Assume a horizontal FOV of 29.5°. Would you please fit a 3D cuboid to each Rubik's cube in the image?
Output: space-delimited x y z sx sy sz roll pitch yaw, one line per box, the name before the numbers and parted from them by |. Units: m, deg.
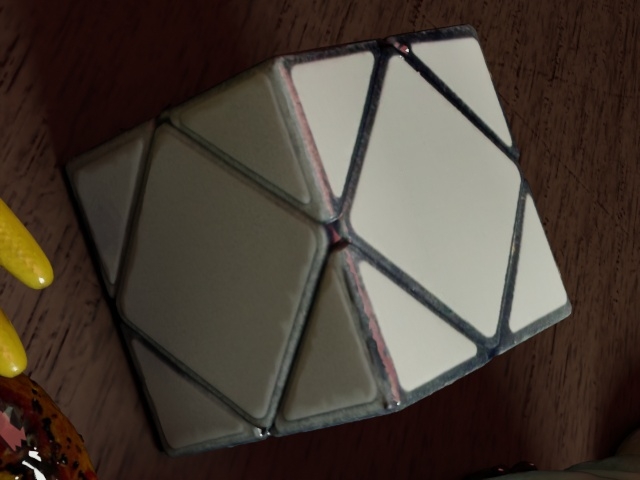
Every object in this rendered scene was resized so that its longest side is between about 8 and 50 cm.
Rubik's cube | 0.000 0.000 0.766 0.205 0.205 0.207 -20 92 -49

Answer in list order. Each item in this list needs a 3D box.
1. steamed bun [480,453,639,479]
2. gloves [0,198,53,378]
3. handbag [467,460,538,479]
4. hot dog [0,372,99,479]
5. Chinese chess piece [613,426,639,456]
steamed bun | 0.228 0.252 0.804 0.237 0.346 0.394 -59 155 -13
gloves | -0.237 -0.039 0.568 0.133 0.116 0.294 -34 94 -18
handbag | 0.148 0.231 0.955 0.072 0.047 0.111 0 80 -38
hot dog | -0.158 0.182 0.624 0.162 0.081 0.270 -44 109 -44
Chinese chess piece | 0.374 0.287 1.125 0.270 0.112 0.270 18 64 -41
